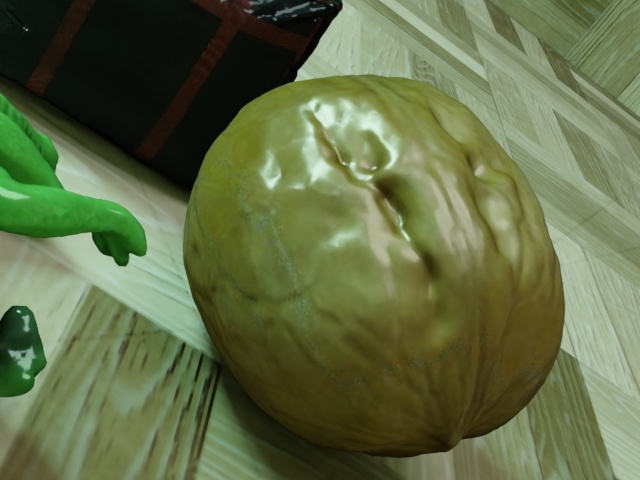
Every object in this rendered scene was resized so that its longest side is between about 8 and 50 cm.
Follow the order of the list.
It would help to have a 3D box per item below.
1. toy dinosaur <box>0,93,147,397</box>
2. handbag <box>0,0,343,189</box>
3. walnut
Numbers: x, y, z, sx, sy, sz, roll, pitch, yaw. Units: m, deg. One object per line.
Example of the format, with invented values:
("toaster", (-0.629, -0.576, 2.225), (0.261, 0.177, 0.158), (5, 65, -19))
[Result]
("toy dinosaur", (-0.267, -0.063, 0.327), (0.500, 0.144, 0.374), (30, 18, -34))
("handbag", (-0.106, -0.152, 0.703), (0.215, 0.169, 0.155), (31, 23, -18))
("walnut", (0.027, 0.015, 0.584), (0.195, 0.195, 0.221), (13, 41, -48))
